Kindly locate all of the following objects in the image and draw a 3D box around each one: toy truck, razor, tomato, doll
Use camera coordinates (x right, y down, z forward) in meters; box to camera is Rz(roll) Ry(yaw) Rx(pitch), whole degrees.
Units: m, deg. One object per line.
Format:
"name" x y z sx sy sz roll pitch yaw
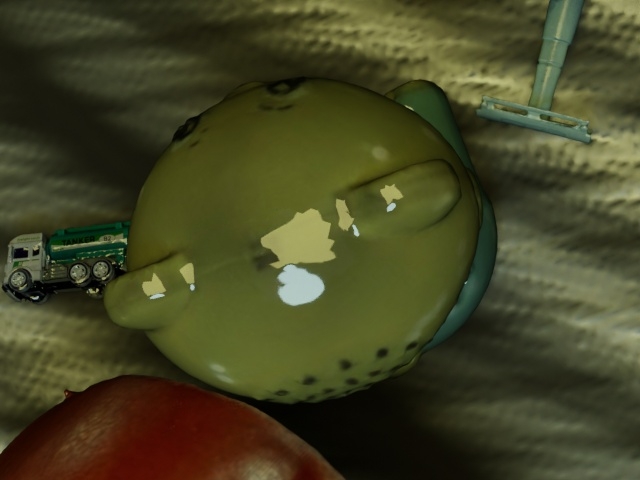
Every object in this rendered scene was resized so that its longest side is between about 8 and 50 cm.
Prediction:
"toy truck" -0.151 0.013 0.983 0.083 0.039 0.044 -6 72 11
"razor" 0.140 -0.128 0.927 0.068 0.040 0.135 15 86 11
"tomato" -0.074 0.236 0.823 0.338 0.144 0.338 22 132 27
"doll" 0.000 0.000 0.836 0.177 0.261 0.161 -19 85 11
